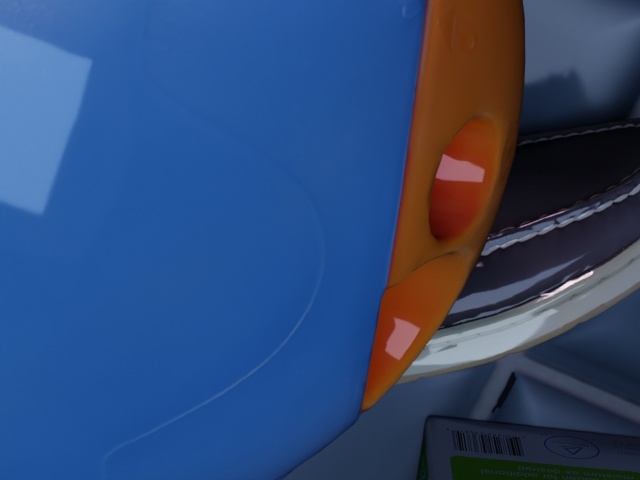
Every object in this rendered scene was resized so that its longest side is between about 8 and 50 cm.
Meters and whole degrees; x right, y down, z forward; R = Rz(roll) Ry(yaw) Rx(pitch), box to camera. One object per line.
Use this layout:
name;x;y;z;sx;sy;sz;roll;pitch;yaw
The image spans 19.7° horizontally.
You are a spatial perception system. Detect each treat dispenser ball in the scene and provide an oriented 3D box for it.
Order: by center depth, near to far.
treat dispenser ball;-0.085;-0.055;0.533;0.288;0.288;0.288;0;110;0

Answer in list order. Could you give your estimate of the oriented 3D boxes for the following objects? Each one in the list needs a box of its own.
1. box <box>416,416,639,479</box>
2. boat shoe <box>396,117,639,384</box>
box;0.165;0.175;0.689;0.262;0.231;0.126;6;109;-3
boat shoe;0.000;0.000;0.697;0.285;0.103;0.092;-15;114;12
